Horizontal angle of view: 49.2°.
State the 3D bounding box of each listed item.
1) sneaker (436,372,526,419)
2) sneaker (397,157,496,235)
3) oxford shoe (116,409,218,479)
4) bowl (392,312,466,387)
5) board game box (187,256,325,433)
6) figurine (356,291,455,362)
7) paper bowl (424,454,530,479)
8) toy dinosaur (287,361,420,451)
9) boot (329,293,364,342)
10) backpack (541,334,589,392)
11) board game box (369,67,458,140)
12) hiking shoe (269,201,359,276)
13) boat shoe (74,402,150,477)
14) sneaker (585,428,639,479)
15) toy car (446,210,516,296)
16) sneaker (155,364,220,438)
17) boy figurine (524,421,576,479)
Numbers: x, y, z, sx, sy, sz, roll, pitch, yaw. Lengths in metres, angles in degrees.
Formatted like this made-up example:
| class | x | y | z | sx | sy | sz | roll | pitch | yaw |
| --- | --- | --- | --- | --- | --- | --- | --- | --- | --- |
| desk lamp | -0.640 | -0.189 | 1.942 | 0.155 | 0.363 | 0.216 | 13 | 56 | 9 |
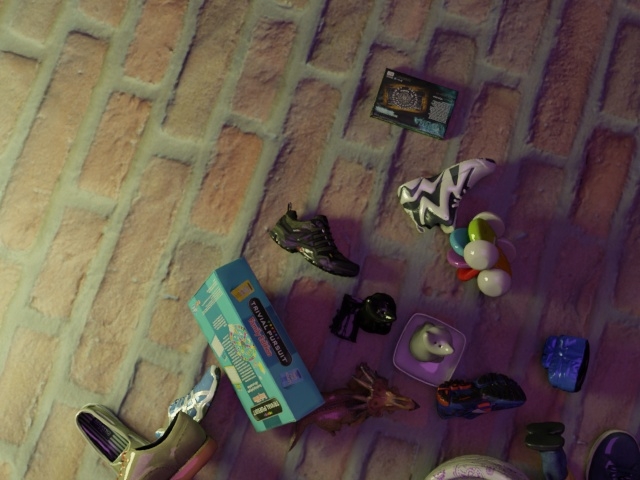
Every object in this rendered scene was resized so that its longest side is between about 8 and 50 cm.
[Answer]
| class | x | y | z | sx | sy | sz | roll | pitch | yaw |
| --- | --- | --- | --- | --- | --- | --- | --- | --- | --- |
| sneaker | 0.355 | 0.354 | 1.565 | 0.221 | 0.087 | 0.083 | 1 | 40 | -13 |
| sneaker | 0.311 | -0.090 | 1.619 | 0.235 | 0.094 | 0.153 | -19 | 83 | -3 |
| oxford shoe | -0.380 | 0.495 | 1.429 | 0.348 | 0.123 | 0.130 | -41 | 99 | -26 |
| bowl | 0.242 | 0.249 | 1.587 | 0.142 | 0.053 | 0.142 | 26 | 82 | 2 |
| board game box | -0.146 | 0.230 | 1.482 | 0.079 | 0.254 | 0.336 | -26 | 82 | -29 |
| figurine | 0.181 | 0.182 | 1.465 | 0.215 | 0.209 | 0.092 | 29 | 83 | 6 |
| paper bowl | 0.333 | 0.593 | 1.463 | 0.284 | 0.148 | 0.284 | 0 | 91 | 20 |
| toy dinosaur | 0.045 | 0.354 | 1.494 | 0.296 | 0.200 | 0.127 | -24 | 82 | -3 |
| boot | 0.086 | 0.185 | 1.599 | 0.121 | 0.045 | 0.099 | 19 | 79 | 9 |
| backpack | 0.548 | 0.276 | 1.567 | 0.101 | 0.098 | 0.120 | 8 | 80 | 30 |
| board game box | 0.226 | -0.329 | 1.687 | 0.186 | 0.026 | 0.126 | 19 | 82 | 2 |
| hiking shoe | 0.000 | 0.000 | 1.605 | 0.227 | 0.086 | 0.114 | 29 | 86 | 4 |
| boat shoe | -0.423 | 0.474 | 1.524 | 0.302 | 0.094 | 0.109 | 38 | 83 | 4 |
| sneaker | 0.644 | 0.586 | 1.492 | 0.131 | 0.148 | 0.350 | 8 | 81 | 1 |
| toy car | 0.355 | 0.035 | 1.576 | 0.136 | 0.159 | 0.182 | -13 | 123 | 32 |
| sneaker | -0.289 | 0.368 | 1.549 | 0.081 | 0.080 | 0.211 | 28 | 81 | 0 |
| boy figurine | 0.506 | 0.533 | 1.503 | 0.092 | 0.177 | 0.285 | -7 | 106 | 21 |
